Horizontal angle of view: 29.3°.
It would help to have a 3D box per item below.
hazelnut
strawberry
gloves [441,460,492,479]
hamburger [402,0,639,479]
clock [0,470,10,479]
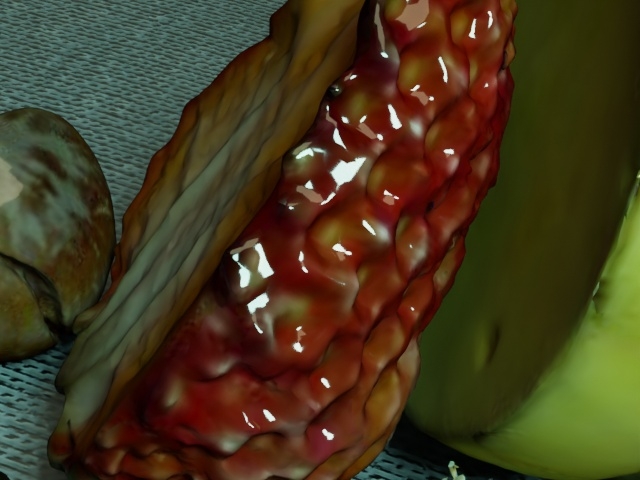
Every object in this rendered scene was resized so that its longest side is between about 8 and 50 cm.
[{"bbox_3d":[-0.189,-0.007,0.724,0.143,0.143,0.154,21,52,11],"label":"hazelnut"},{"bbox_3d":[0.000,0.000,0.619,0.149,0.336,0.265,30,18,-18],"label":"strawberry"},{"bbox_3d":[0.120,0.183,0.623,0.153,0.070,0.114,22,29,2],"label":"gloves"},{"bbox_3d":[0.211,-0.039,0.679,0.278,0.395,0.395,8,36,-17],"label":"hamburger"},{"bbox_3d":[-0.168,0.184,0.540,0.170,0.069,0.232,20,36,10],"label":"clock"}]
